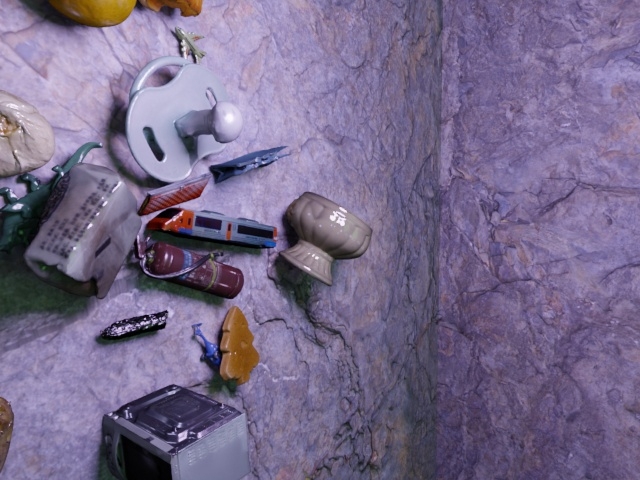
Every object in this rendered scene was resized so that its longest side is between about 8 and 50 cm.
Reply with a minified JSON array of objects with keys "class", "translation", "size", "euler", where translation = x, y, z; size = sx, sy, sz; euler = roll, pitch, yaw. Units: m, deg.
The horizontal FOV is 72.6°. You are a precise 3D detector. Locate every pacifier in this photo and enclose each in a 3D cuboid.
[{"class":"pacifier","translation":[-0.308,-0.305,1.077],"size":[0.343,0.269,0.288],"euler":[-55,139,-37]}]

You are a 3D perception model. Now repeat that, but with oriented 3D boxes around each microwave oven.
[{"class":"microwave oven","translation":[-0.349,0.483,1.053],"size":[0.237,0.295,0.181],"euler":[-14,102,-50]}]

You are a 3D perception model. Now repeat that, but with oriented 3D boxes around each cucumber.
[{"class":"cucumber","translation":[-0.462,0.215,1.095],"size":[0.181,0.053,0.053],"euler":[-7,97,-49]}]

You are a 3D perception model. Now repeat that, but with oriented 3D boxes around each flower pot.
[{"class":"flower pot","translation":[0.000,0.000,1.486],"size":[0.307,0.307,0.244],"euler":[36,82,-47]}]

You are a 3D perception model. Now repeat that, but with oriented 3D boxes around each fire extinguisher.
[{"class":"fire extinguisher","translation":[-0.357,0.064,1.178],"size":[0.341,0.105,0.141],"euler":[29,49,-48]}]

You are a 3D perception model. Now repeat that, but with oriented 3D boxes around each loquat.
[{"class":"loquat","translation":[-0.464,-0.554,0.885],"size":[0.213,0.246,0.213],"euler":[-12,108,-40]}]

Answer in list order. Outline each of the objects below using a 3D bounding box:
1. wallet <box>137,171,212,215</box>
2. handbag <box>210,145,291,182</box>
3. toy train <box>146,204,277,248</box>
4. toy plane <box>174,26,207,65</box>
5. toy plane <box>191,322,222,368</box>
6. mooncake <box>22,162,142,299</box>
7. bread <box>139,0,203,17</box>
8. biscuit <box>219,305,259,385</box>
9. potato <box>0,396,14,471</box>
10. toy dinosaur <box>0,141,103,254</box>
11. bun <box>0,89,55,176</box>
[{"class":"wallet","translation":[-0.379,-0.121,1.145],"size":[0.020,0.103,0.196],"euler":[52,42,5]},{"class":"handbag","translation":[-0.206,-0.235,1.309],"size":[0.221,0.144,0.057],"euler":[-30,109,-45]},{"class":"toy train","translation":[-0.294,-0.037,1.257],"size":[0.409,0.086,0.089],"euler":[12,83,-51]},{"class":"toy plane","translation":[-0.356,-0.533,1.184],"size":[0.111,0.040,0.102],"euler":[41,59,-44]},{"class":"toy plane","translation":[-0.325,0.310,1.277],"size":[0.062,0.054,0.167],"euler":[-78,150,-53]},{"class":"mooncake","translation":[-0.490,-0.013,0.918],"size":[0.136,0.250,0.254],"euler":[22,68,-4]},{"class":"bread","translation":[-0.378,-0.731,1.050],"size":[0.195,0.148,0.344],"euler":[-1,96,-70]},{"class":"biscuit","translation":[-0.256,0.320,1.335],"size":[0.212,0.041,0.239],"euler":[7,73,-69]},{"class":"potato","translation":[-0.648,0.421,0.761],"size":[0.141,0.191,0.296],"euler":[34,66,-34]},{"class":"toy dinosaur","translation":[-0.578,-0.106,0.906],"size":[0.120,0.079,0.292],"euler":[38,66,-52]},{"class":"bun","translation":[-0.608,-0.207,0.832],"size":[0.188,0.111,0.164],"euler":[49,58,-45]}]
